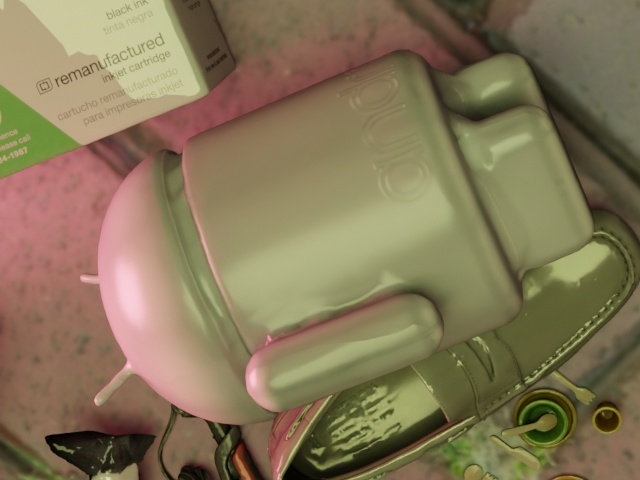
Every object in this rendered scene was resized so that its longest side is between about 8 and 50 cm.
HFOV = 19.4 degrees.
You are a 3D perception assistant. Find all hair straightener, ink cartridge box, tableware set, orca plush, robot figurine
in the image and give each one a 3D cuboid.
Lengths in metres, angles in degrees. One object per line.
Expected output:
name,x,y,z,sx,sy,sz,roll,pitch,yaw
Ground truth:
hair straightener,-0.069,0.230,1.457,0.089,0.047,0.230,-26,100,14
ink cartridge box,-0.217,-0.207,1.319,0.211,0.121,0.289,-21,101,12
tableware set,0.173,0.180,1.422,0.104,0.024,0.154,33,107,-2
orca plush,-0.201,0.283,1.465,0.102,0.151,0.287,10,112,38
robot figurine,0.000,0.000,1.267,0.353,0.300,0.200,-23,120,7

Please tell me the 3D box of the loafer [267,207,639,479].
loafer,0.098,0.091,1.362,0.319,0.111,0.112,-38,97,16
